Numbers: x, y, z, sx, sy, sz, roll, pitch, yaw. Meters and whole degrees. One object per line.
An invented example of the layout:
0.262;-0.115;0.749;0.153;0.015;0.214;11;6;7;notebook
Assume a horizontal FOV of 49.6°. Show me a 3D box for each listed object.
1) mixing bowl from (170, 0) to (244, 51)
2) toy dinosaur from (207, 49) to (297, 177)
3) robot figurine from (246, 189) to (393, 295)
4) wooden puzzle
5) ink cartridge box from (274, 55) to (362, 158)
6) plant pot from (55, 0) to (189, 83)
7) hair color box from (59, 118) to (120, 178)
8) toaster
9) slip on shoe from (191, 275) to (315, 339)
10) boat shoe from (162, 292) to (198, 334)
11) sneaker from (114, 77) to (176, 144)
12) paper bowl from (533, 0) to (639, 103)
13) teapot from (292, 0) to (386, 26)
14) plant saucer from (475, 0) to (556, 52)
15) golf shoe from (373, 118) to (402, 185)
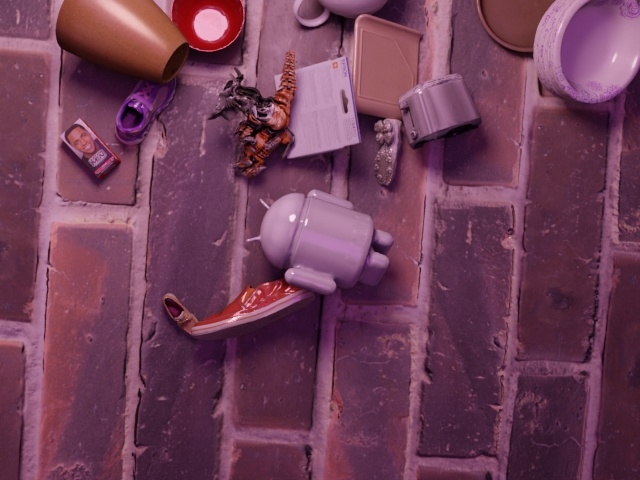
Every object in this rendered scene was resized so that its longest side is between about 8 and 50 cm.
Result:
-0.280;-0.558;1.753;0.182;0.098;0.181;0;92;-3;mixing bowl
-0.151;-0.323;1.746;0.218;0.164;0.321;26;91;-9;toy dinosaur
0.000;0.000;1.741;0.354;0.199;0.299;17;50;-5;robot figurine
0.164;-0.436;1.779;0.221;0.044;0.238;3;94;-38;wooden puzzle
-0.001;-0.332;1.752;0.224;0.045;0.223;-7;93;32;ink cartridge box
-0.452;-0.493;1.659;0.254;0.237;0.237;32;89;2;plant pot
-0.586;-0.234;1.768;0.072;0.043;0.141;-43;94;-1;hair color box
0.308;-0.334;1.777;0.227;0.129;0.146;-20;91;-27;toaster
-0.179;0.171;1.786;0.331;0.123;0.101;-24;71;-3;slip on shoe
-0.363;0.196;1.797;0.050;0.045;0.135;-43;94;-2;boat shoe
-0.444;-0.352;1.746;0.095;0.104;0.236;29;88;-3;sneaker
0.673;-0.500;1.775;0.284;0.148;0.284;-7;111;-18;paper bowl
0.086;-0.650;1.743;0.256;0.187;0.252;18;70;21;teapot
0.545;-0.635;1.842;0.278;0.041;0.277;0;92;-3;plant saucer
0.188;-0.232;1.816;0.086;0.069;0.176;-19;120;-42;golf shoe
